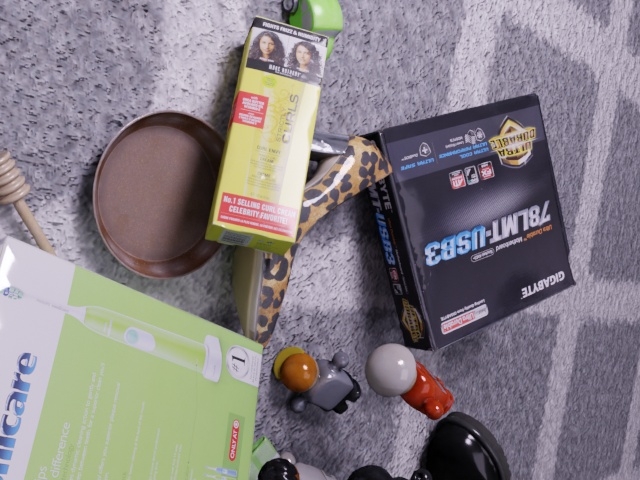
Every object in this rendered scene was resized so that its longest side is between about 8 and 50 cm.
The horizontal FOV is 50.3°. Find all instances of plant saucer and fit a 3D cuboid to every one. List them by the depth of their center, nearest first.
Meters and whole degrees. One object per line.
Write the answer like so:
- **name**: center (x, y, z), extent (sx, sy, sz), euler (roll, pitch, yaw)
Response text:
- **plant saucer**: center (-0.156, -0.046, 0.685), extent (0.168, 0.029, 0.168), euler (-9, 103, -43)

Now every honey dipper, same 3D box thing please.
- **honey dipper**: center (-0.247, -0.003, 0.602), extent (0.030, 0.030, 0.161), euler (-43, 128, -32)

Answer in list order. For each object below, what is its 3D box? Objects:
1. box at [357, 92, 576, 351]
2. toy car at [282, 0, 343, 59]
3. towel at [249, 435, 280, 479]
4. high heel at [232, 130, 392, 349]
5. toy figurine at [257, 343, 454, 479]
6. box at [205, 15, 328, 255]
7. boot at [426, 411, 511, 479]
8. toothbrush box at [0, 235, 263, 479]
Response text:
- **box**: center (0.211, -0.033, 0.947), extent (0.295, 0.073, 0.293), euler (-17, 96, -30)
- **toy car**: center (-0.005, -0.310, 0.770), extent (0.239, 0.053, 0.225), euler (-15, 108, -43)
- **towel**: center (-0.074, 0.330, 0.846), extent (0.113, 0.023, 0.152), euler (-46, 125, -32)
- **high heel**: center (0.000, 0.000, 0.777), extent (0.186, 0.093, 0.261), euler (7, 84, -27)
- **toy figurine**: center (0.036, 0.227, 0.792), extent (0.148, 0.209, 0.213), euler (37, 57, -46)
- **box**: center (-0.053, -0.107, 0.695), extent (0.087, 0.058, 0.232), euler (14, 72, -12)
- **boot**: center (0.174, 0.464, 1.040), extent (0.260, 0.131, 0.348), euler (-22, 113, -41)
- **toothbrush box**: center (-0.192, 0.152, 0.574), extent (0.283, 0.122, 0.206), euler (33, 52, -45)
